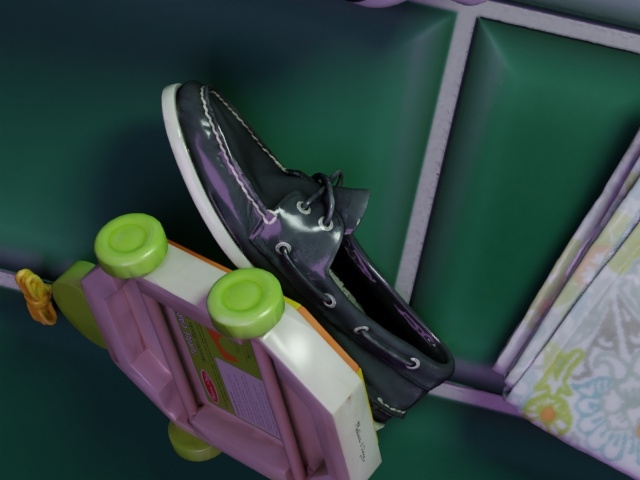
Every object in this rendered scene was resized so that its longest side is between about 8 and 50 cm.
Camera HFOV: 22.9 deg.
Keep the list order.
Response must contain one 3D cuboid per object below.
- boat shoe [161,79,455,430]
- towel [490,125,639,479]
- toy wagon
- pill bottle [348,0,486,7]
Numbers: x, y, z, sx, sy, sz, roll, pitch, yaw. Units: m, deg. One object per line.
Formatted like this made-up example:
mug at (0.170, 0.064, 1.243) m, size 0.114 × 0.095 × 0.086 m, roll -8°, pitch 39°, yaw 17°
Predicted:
boat shoe at (0.000, 0.002, 1.257) m, size 0.113 × 0.127 × 0.340 m, roll -25°, pitch 107°, yaw 18°
towel at (0.363, 0.076, 1.242) m, size 0.375 × 0.090 × 0.320 m, roll 28°, pitch 117°, yaw -1°
toy wagon at (-0.107, 0.088, 1.286) m, size 0.344 × 0.068 × 0.267 m, roll 25°, pitch 147°, yaw 31°
pill bottle at (-0.010, -0.273, 1.079) m, size 0.323 × 0.181 × 0.181 m, roll 17°, pitch 117°, yaw -24°
